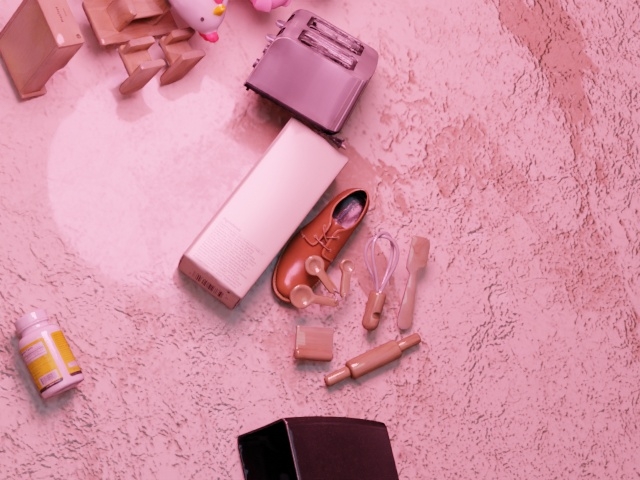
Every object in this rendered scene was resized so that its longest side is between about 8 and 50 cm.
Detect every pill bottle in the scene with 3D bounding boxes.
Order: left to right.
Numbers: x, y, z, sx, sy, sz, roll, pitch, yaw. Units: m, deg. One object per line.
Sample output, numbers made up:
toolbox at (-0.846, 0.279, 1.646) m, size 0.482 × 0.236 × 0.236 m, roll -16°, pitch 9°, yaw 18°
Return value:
pill bottle at (-0.384, 0.158, 1.904) m, size 0.065 × 0.065 × 0.116 m, roll -25°, pitch 83°, yaw -17°

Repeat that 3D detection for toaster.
toaster at (-0.006, -0.249, 2.028) m, size 0.186 × 0.168 × 0.110 m, roll 30°, pitch 117°, yaw -3°

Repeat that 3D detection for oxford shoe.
oxford shoe at (0.000, 0.000, 2.023) m, size 0.076 × 0.076 × 0.212 m, roll 37°, pitch 73°, yaw -3°

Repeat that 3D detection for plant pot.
plant pot at (0.009, 0.339, 1.892) m, size 0.167 × 0.187 × 0.188 m, roll -7°, pitch 77°, yaw -26°

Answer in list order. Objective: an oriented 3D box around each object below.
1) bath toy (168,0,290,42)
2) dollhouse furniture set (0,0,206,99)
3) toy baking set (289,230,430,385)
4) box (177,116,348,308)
bath toy at (-0.076, -0.397, 2.036) m, size 0.348 × 0.151 × 0.129 m, roll -26°, pitch 101°, yaw -32°
dollhouse furniture set at (-0.335, -0.314, 2.020) m, size 0.242 × 0.161 × 0.212 m, roll -19°, pitch 80°, yaw -38°
toy baking set at (0.069, 0.097, 2.008) m, size 0.256 × 0.030 × 0.197 m, roll -19°, pitch 101°, yaw -17°
box at (-0.085, -0.040, 2.003) m, size 0.113 × 0.094 × 0.275 m, roll 39°, pitch 71°, yaw 0°
